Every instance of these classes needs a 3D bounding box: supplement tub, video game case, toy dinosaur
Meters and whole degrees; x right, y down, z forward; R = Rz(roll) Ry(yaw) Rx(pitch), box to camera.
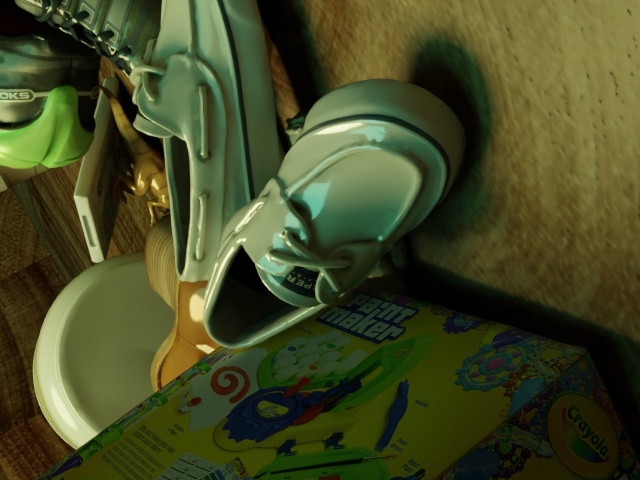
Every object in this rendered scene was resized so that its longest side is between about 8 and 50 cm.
[{"bbox_3d":[-0.206,0.140,1.392,0.235,0.235,0.325,61,164,0],"label":"supplement tub"},{"bbox_3d":[-0.238,-0.076,1.350,0.143,0.019,0.157,92,-175,-60],"label":"video game case"},{"bbox_3d":[-0.188,-0.085,1.312,0.112,0.064,0.211,-5,122,51],"label":"toy dinosaur"}]

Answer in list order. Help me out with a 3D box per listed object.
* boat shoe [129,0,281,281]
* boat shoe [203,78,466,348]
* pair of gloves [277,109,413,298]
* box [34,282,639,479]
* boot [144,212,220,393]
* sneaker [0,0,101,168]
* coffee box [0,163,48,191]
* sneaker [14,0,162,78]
[{"bbox_3d":[-0.085,-0.095,0.819,0.096,0.088,0.267,-131,30,-57],"label":"boat shoe"},{"bbox_3d":[0.000,0.000,0.712,0.095,0.084,0.258,27,149,-9],"label":"boat shoe"},{"bbox_3d":[-0.007,-0.011,0.898,0.240,0.042,0.204,30,145,62],"label":"pair of gloves"},{"bbox_3d":[0.001,0.180,0.715,0.177,0.279,0.290,61,160,-20],"label":"box"},{"bbox_3d":[-0.051,0.126,1.044,0.220,0.109,0.283,37,141,44],"label":"boot"},{"bbox_3d":[-0.329,-0.294,1.242,0.483,0.185,0.202,56,134,26],"label":"sneaker"},{"bbox_3d":[-0.463,-0.145,1.574,0.168,0.297,0.119,57,163,12],"label":"coffee box"},{"bbox_3d":[-0.162,-0.178,0.918,0.300,0.121,0.111,64,164,3],"label":"sneaker"}]
